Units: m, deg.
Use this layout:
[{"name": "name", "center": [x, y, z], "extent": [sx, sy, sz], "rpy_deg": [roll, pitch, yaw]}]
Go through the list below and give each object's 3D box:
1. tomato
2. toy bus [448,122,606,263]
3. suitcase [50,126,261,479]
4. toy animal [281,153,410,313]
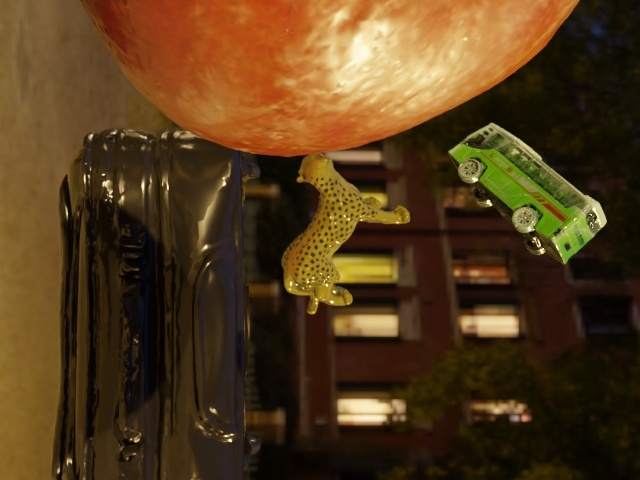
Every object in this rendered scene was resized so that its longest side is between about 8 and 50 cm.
[{"name": "tomato", "center": [-0.022, -0.108, 0.445], "extent": [0.139, 0.233, 0.200], "rpy_deg": [-58, -135, 14]}, {"name": "toy bus", "center": [0.101, -0.025, 0.627], "extent": [0.083, 0.037, 0.031], "rpy_deg": [47, -2, 38]}, {"name": "suitcase", "center": [-0.137, 0.076, 1.111], "extent": [0.339, 0.188, 0.345], "rpy_deg": [-157, -112, -84]}, {"name": "toy animal", "center": [0.000, 0.000, 1.384], "extent": [0.181, 0.136, 0.073], "rpy_deg": [-57, -134, 13]}]
